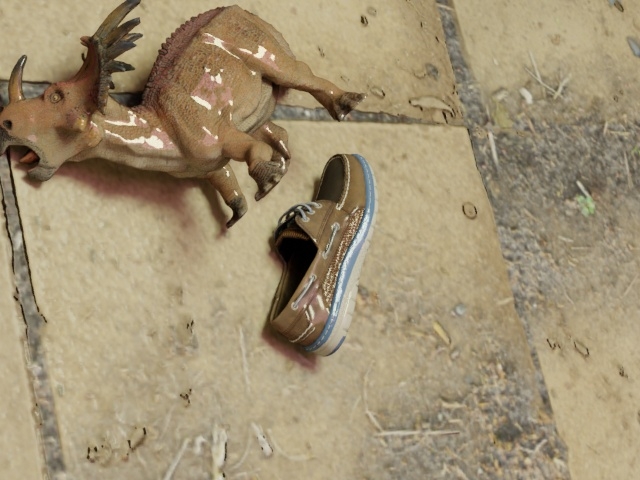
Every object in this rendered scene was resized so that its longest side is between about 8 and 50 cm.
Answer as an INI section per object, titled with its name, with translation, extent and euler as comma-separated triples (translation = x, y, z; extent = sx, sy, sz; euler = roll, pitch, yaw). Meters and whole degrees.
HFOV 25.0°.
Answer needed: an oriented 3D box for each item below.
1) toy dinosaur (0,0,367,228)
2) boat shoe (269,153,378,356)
[toy dinosaur]
translation = -0.094, -0.125, 1.135
extent = 0.200, 0.127, 0.295
euler = 46, 43, -3
[boat shoe]
translation = 0.000, 0.000, 1.183
extent = 0.066, 0.066, 0.183
euler = 25, 56, -26
